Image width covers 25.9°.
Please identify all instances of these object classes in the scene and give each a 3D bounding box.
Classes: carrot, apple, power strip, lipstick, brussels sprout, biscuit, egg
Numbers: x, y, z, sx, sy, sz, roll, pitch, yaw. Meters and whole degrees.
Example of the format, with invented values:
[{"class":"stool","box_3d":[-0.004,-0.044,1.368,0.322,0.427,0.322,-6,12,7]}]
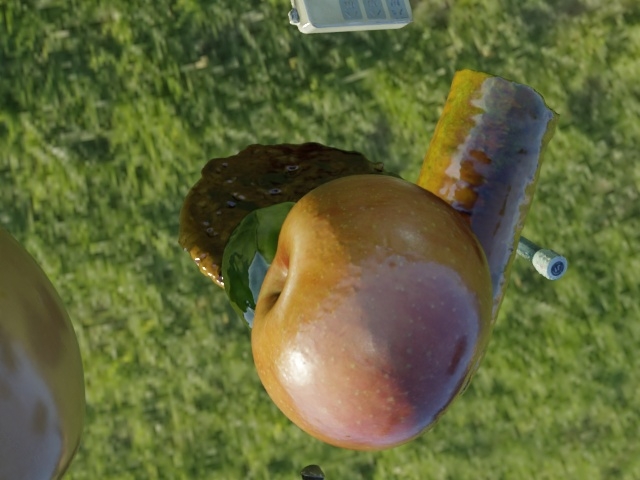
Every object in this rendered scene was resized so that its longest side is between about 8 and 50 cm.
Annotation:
[{"class":"carrot","box_3d":[0.117,0.003,1.212,0.114,0.114,0.302,11,102,-34]},{"class":"apple","box_3d":[0.031,0.050,1.022,0.162,0.201,0.201,28,130,-15]},{"class":"power strip","box_3d":[0.037,-0.305,1.754,0.192,0.081,0.035,-10,173,-39]},{"class":"lipstick","box_3d":[0.289,0.017,1.904,0.037,0.116,0.037,-12,117,-26]},{"class":"brussels sprout","box_3d":[-0.022,0.047,1.443,0.131,0.183,0.145,-37,-175,10]},{"class":"biscuit","box_3d":[0.000,-0.003,1.637,0.334,0.289,0.081,12,131,-2]},{"class":"egg","box_3d":[-0.397,0.120,1.390,0.301,0.301,0.374,-37,108,26]}]

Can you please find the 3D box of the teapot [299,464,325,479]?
[{"class":"teapot","box_3d":[-0.063,0.488,2.171,0.305,0.285,0.223,13,173,-33]}]
